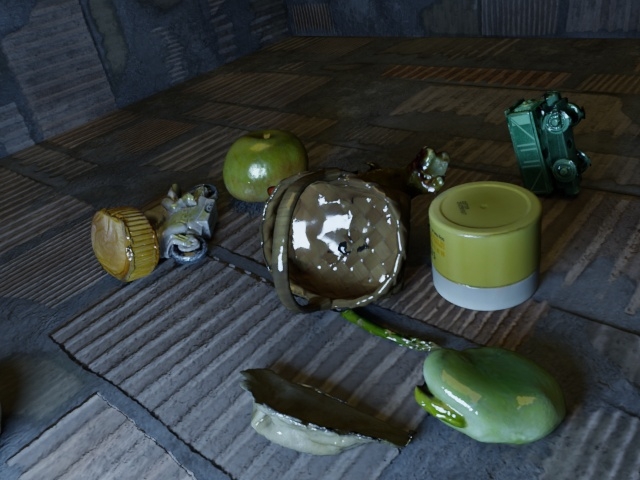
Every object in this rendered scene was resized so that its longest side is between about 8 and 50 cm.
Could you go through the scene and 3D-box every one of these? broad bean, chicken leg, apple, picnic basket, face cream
[{"bbox_3d":[0.263,0.238,0.849,0.227,0.100,0.169,-8,39,3],"label":"broad bean"},{"bbox_3d":[0.152,-0.085,1.253,0.140,0.212,0.361,-9,3,-25],"label":"chicken leg"},{"bbox_3d":[-0.167,-0.226,1.622,0.260,0.194,0.261,-5,27,2],"label":"apple"},{"bbox_3d":[0.000,0.000,1.079,0.337,0.293,0.337,3,7,0],"label":"picnic basket"},{"bbox_3d":[0.335,0.005,1.110,0.218,0.179,0.218,-8,32,5],"label":"face cream"}]

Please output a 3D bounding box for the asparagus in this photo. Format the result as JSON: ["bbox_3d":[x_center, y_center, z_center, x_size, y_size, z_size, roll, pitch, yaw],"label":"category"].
[{"bbox_3d":[0.123,0.175,1.055,0.236,0.027,0.034,18,53,39],"label":"asparagus"}]

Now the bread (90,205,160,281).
[{"bbox_3d":[-0.491,0.006,1.378,0.199,0.199,0.104,18,24,38],"label":"bread"}]

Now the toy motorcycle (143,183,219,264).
[{"bbox_3d":[-0.398,-0.051,1.503,0.222,0.108,0.341,-2,40,4],"label":"toy motorcycle"}]

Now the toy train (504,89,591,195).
[{"bbox_3d":[0.573,-0.238,1.353,0.115,0.270,0.154,-36,23,-31],"label":"toy train"}]

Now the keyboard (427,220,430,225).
[{"bbox_3d":[0.351,-0.069,1.375,0.165,0.017,0.055,-26,35,-22],"label":"keyboard"}]

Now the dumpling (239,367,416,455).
[{"bbox_3d":[-0.028,0.291,0.867,0.332,0.086,0.166,11,6,32],"label":"dumpling"}]
